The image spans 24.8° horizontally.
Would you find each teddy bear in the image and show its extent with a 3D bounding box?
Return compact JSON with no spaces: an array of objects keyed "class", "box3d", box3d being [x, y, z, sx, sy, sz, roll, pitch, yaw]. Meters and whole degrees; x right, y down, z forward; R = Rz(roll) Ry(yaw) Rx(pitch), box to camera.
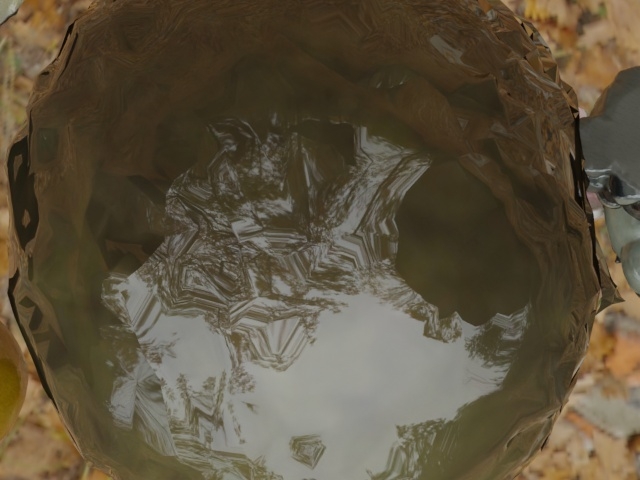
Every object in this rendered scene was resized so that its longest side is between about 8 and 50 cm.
[{"class":"teddy bear","box3d":[0.298,-0.029,1.177,0.171,0.144,0.251,4,158,22]}]

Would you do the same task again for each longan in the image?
[{"class":"longan","box3d":[0.000,0.000,0.884,0.391,0.391,0.391,2,120,3]}]

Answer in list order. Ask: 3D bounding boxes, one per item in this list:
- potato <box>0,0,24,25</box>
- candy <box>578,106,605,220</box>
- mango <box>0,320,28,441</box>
[{"class":"potato","box3d":[-0.296,-0.247,1.252,0.061,0.086,0.122,32,165,27]},{"class":"candy","box3d":[0.234,-0.084,1.664,0.116,0.265,0.155,-23,79,30]},{"class":"mango","box3d":[-0.451,0.133,1.538,0.317,0.211,0.173,24,107,-43]}]
